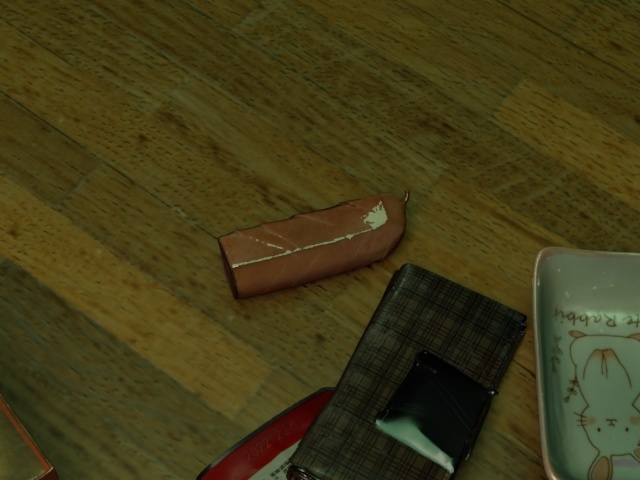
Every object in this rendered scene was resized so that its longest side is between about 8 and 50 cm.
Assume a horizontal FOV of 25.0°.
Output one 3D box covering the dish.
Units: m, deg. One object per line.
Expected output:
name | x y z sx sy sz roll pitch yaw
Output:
dish | 0.244 0.114 1.162 0.151 0.077 0.212 2 60 -2

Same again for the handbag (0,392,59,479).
handbag | -0.260 0.146 1.097 0.062 0.127 0.190 -32 61 -20

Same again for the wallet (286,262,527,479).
wallet | 0.074 0.123 1.156 0.124 0.042 0.230 23 49 11

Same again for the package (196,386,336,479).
package | 0.030 0.227 1.118 0.154 0.030 0.239 -32 65 -25

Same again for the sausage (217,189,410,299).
sausage | 0.000 0.001 1.232 0.169 0.065 0.065 -15 62 -9
